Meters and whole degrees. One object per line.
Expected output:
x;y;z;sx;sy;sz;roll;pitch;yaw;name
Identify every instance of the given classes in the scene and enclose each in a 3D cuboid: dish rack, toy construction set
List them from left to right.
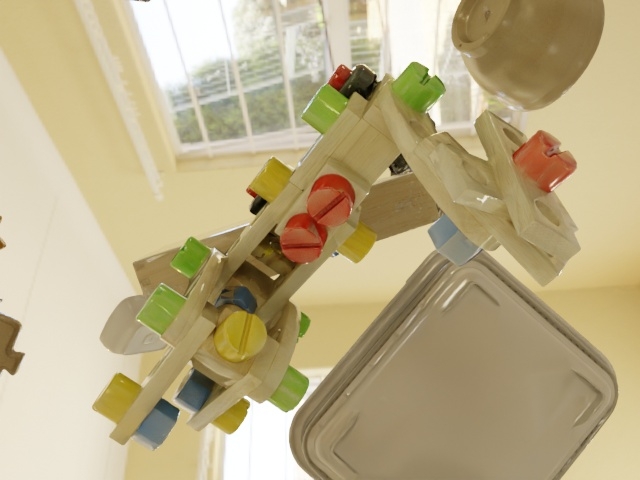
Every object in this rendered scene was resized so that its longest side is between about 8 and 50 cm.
0.000;0.000;0.443;0.151;0.328;0.215;49;-151;-17;toy construction set
0.159;0.197;0.750;0.285;0.333;0.072;41;176;-2;dish rack

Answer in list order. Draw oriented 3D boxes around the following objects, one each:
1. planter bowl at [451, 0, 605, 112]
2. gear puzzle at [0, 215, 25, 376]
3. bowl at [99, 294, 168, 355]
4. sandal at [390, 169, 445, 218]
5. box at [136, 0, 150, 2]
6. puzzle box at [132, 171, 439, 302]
0.220;-0.241;0.764;0.162;0.109;0.162;-39;42;48;planter bowl
-0.379;0.111;0.621;0.338;0.176;0.044;-62;5;8;gear puzzle
-0.315;0.158;1.220;0.142;0.142;0.053;-53;56;31;bowl
0.152;-0.089;1.087;0.219;0.060;0.089;-131;39;-63;sandal
-0.249;-0.378;0.713;0.168;0.203;0.167;74;-145;-51;box
-0.058;-0.005;0.771;0.409;0.272;0.052;-168;60;-81;puzzle box
